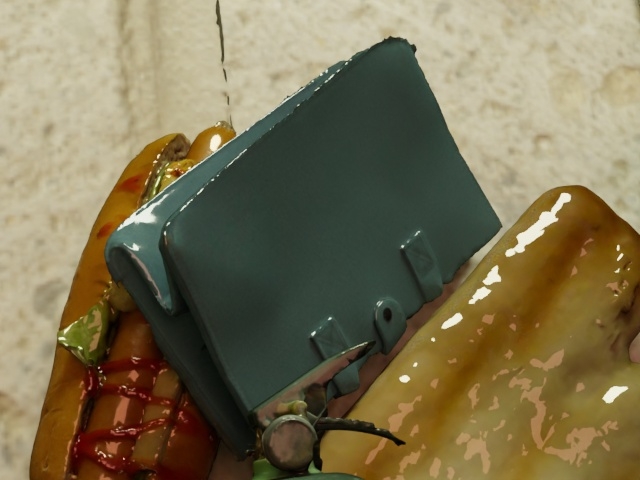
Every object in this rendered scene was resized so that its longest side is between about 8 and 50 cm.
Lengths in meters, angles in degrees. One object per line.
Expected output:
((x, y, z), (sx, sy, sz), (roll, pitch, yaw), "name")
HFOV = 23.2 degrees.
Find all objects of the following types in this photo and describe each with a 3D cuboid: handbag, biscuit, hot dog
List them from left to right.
((-0.084, 0.038, 0.832), (0.104, 0.076, 0.250), (18, 65, -1), "hot dog")
((0.000, 0.000, 0.833), (0.221, 0.057, 0.144), (-43, 109, -39), "handbag")
((0.133, 0.130, 0.836), (0.237, 0.062, 0.291), (39, 65, 7), "biscuit")

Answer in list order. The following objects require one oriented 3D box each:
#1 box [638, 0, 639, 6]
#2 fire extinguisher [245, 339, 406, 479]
((0.331, -0.197, 1.020), (0.259, 0.071, 0.168), (-2, 66, -12), "box")
((0.003, 0.206, 0.719), (0.114, 0.095, 0.311), (-8, 82, -12), "fire extinguisher")
